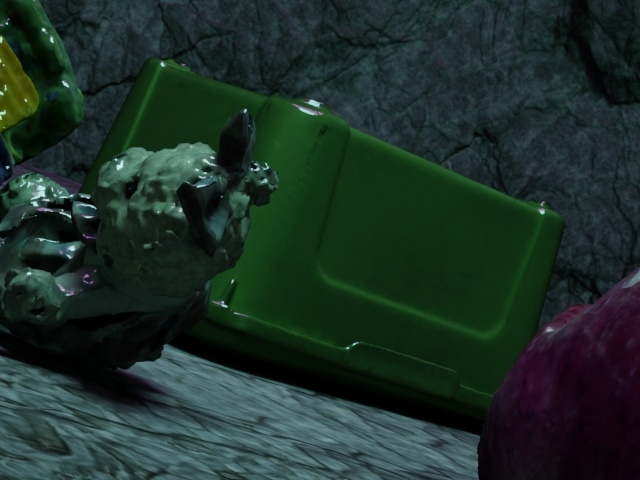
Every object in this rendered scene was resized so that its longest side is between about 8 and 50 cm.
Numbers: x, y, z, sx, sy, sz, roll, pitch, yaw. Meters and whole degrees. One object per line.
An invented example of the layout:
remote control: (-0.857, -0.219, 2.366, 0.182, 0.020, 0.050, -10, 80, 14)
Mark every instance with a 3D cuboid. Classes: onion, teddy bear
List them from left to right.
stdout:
teddy bear: (-0.097, 0.014, 0.971, 0.213, 0.111, 0.133, -13, 21, 41)
onion: (0.192, 0.048, 0.959, 0.247, 0.250, 0.111, 23, -40, 50)

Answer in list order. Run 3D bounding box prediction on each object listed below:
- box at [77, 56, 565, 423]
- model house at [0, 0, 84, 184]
box: (0.000, 0.000, 1.391, 0.329, 0.177, 0.253, 18, 4, -42)
model house: (-0.224, -0.100, 0.974, 0.194, 0.170, 0.211, 60, -5, -7)
